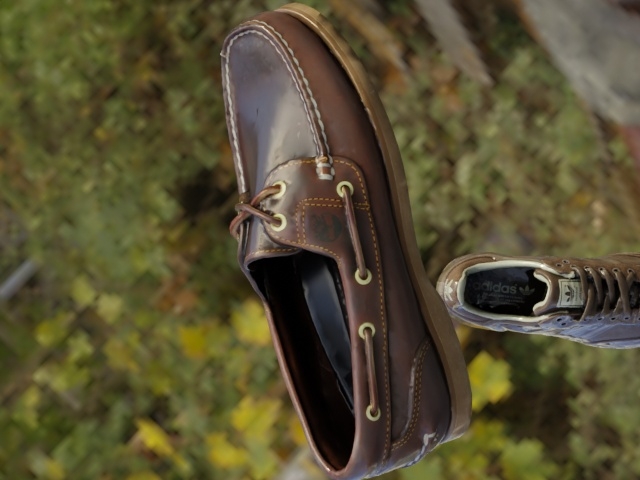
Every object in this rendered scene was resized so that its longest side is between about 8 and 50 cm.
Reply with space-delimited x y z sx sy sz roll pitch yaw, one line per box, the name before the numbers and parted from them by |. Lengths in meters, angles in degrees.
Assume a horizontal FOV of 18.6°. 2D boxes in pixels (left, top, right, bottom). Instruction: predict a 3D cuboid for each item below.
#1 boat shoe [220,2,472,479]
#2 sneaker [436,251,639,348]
boat shoe | 0.000 0.000 0.832 0.073 0.073 0.207 -28 82 53
sneaker | 0.171 0.042 1.303 0.188 0.066 0.071 0 -177 5
